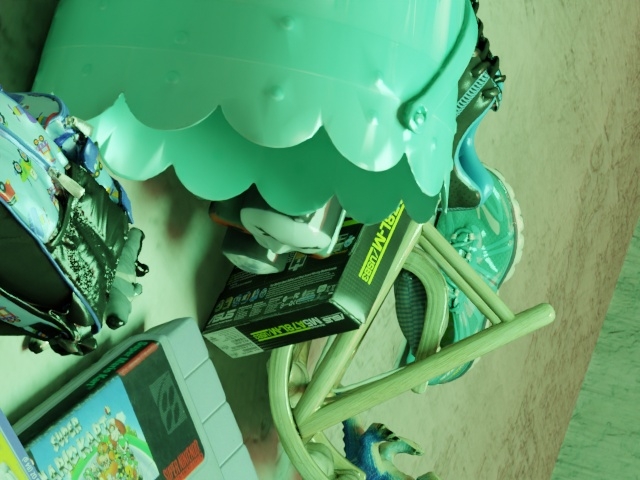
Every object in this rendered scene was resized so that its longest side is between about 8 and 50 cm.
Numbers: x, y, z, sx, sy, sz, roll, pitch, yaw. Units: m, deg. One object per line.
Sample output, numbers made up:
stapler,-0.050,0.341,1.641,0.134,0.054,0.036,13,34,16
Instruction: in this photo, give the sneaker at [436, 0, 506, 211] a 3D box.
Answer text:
sneaker,0.119,-0.189,1.701,0.125,0.139,0.341,-43,142,-55

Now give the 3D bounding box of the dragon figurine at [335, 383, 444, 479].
dragon figurine,0.049,0.261,1.754,0.144,0.289,0.085,-47,150,3

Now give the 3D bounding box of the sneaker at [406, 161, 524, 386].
sneaker,0.163,0.044,2.083,0.110,0.107,0.275,-15,118,-59

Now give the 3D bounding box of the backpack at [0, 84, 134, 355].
backpack,-0.194,-0.028,0.904,0.173,0.158,0.117,58,40,-50

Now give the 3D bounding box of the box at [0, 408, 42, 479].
box,-0.236,0.148,1.002,0.105,0.043,0.179,62,33,-11

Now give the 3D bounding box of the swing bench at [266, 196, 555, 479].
swing bench,0.059,0.096,1.592,0.255,0.165,0.253,-43,176,0

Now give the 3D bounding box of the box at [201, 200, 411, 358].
box,0.000,0.000,1.460,0.045,0.191,0.184,40,58,-23

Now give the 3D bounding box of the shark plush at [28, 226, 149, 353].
shark plush,-0.148,0.017,1.221,0.161,0.073,0.067,-37,108,-55

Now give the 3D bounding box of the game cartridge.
game cartridge,-0.141,0.213,1.230,0.355,0.068,0.230,-41,117,-60

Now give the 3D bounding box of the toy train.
toy train,0.006,-0.137,1.332,0.190,0.142,0.334,159,-49,-75

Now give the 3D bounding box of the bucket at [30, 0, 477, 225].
bucket,-0.036,-0.126,1.109,0.281,0.281,0.183,31,69,-71
